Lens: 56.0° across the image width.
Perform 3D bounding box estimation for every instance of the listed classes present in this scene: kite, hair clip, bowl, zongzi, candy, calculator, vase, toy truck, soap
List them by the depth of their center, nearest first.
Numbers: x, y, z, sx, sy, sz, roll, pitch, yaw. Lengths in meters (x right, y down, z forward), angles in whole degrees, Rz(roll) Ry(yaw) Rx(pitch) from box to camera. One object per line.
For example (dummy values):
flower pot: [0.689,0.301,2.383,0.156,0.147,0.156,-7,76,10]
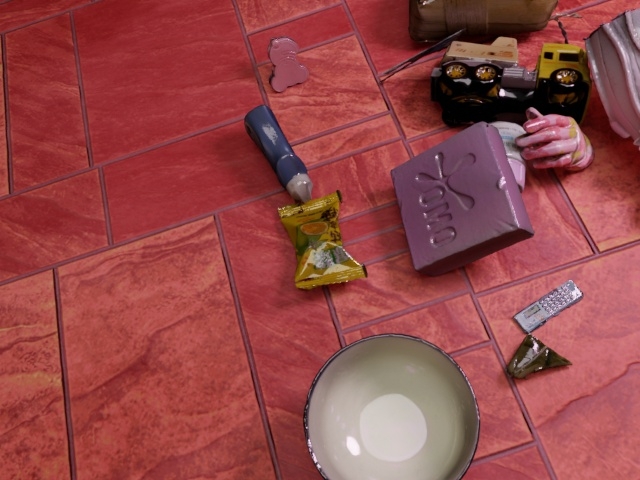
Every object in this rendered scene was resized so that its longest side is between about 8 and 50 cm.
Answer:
bowl: [0.152,0.391,1.280,0.354,0.185,0.354,-4,64,8]
zongzi: [0.490,0.286,1.352,0.119,0.055,0.109,35,77,11]
calculator: [0.541,0.156,1.424,0.172,0.018,0.057,-31,62,-5]
vase: [0.807,-0.321,1.428,0.250,0.250,0.445,-19,87,0]
soap: [0.335,-0.095,1.459,0.285,0.107,0.296,-28,62,32]
candy: [0.000,0.000,1.557,0.187,0.081,0.297,-15,50,2]
toy truck: [0.510,-0.432,1.627,0.405,0.180,0.254,9,59,17]
kite: [0.284,-0.511,1.679,0.335,0.314,0.011,-31,96,-40]
zongzi: [0.512,-0.810,1.780,0.500,0.218,0.467,2,65,10]
hair clip: [-0.105,-0.530,1.798,0.123,0.138,0.102,-20,68,-8]

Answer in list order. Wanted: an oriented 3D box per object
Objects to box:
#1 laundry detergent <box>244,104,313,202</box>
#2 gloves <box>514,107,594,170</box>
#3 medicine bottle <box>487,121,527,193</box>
laundry detergent: [-0.105,-0.233,1.654,0.094,0.143,0.290,-29,67,-9]
gloves: [0.588,-0.251,1.497,0.126,0.241,0.145,-2,79,44]
medicine bottle: [0.461,-0.203,1.545,0.135,0.135,0.168,6,69,12]
